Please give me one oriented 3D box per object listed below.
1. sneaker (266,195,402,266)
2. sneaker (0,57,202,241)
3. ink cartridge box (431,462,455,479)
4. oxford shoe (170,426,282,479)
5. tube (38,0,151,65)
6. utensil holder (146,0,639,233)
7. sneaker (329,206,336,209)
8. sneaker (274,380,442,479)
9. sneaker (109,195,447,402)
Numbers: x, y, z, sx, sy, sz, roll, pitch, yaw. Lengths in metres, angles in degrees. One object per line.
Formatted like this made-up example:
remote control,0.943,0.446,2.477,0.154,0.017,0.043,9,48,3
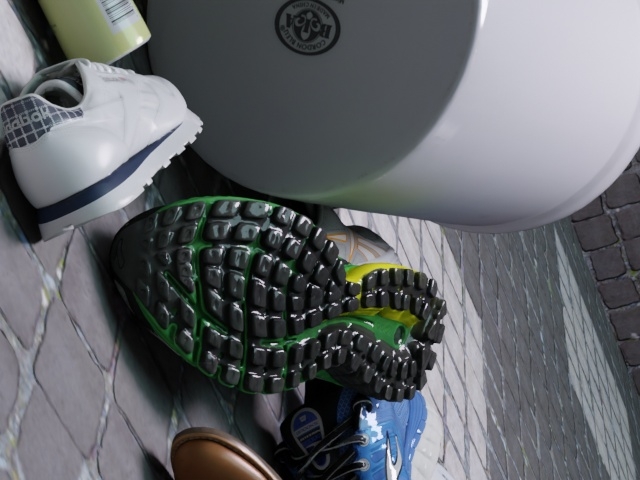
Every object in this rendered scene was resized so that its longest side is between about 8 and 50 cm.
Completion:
sneaker,0.000,0.000,1.688,0.262,0.099,0.121,-43,111,-76
sneaker,-0.147,-0.083,1.247,0.095,0.090,0.235,60,15,-12
ink cartridge box,0.113,0.254,1.921,0.145,0.045,0.179,-36,111,-76
oxford shoe,-0.050,0.223,1.280,0.212,0.076,0.076,66,26,-23
tube,-0.198,-0.232,1.286,0.070,0.062,0.240,0,-61,61
utensil holder,0.078,-0.172,1.607,0.385,0.327,0.328,2,71,-61
sneaker,-0.019,-0.069,1.740,0.042,0.067,0.118,-90,158,-51
sneaker,0.019,0.206,1.509,0.147,0.129,0.330,48,22,-29
sneaker,-0.050,0.051,1.406,0.343,0.146,0.134,25,77,-54
